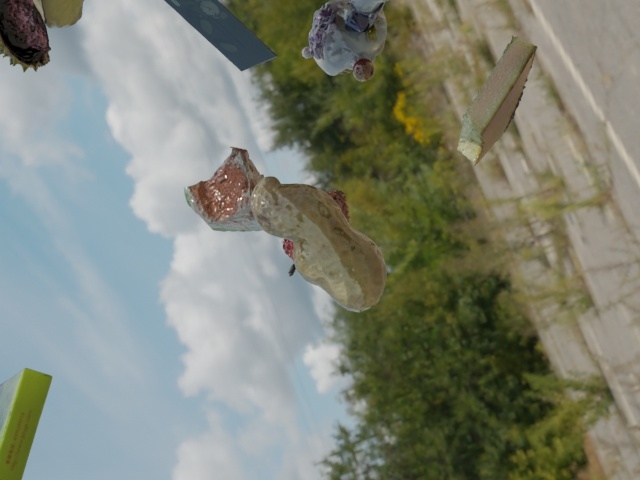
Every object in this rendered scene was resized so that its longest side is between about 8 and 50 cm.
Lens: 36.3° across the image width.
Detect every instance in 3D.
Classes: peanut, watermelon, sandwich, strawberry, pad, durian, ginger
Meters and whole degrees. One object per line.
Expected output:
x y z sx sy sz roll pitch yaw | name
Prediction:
0.000 0.000 1.308 0.228 0.104 0.085 49 -169 1 | peanut
-0.111 -0.072 1.480 0.121 0.158 0.098 -3 -114 -40 | watermelon
0.292 -0.230 1.659 0.162 0.058 0.193 -45 -22 -43 | sandwich
0.003 -0.005 2.008 0.140 0.192 0.085 58 170 -10 | strawberry
-0.166 -0.345 1.560 0.190 0.004 0.127 40 159 -23 | pad
-0.529 -0.360 1.613 0.119 0.108 0.186 -9 -91 -53 | durian
-0.398 -0.384 1.378 0.193 0.123 0.115 101 -172 -46 | ginger

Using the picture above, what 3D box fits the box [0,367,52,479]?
-0.475 0.301 1.424 0.335 0.047 0.187 -29 45 58 | box

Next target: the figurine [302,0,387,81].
0.061 -0.367 1.644 0.274 0.133 0.193 -174 91 -76 | figurine
